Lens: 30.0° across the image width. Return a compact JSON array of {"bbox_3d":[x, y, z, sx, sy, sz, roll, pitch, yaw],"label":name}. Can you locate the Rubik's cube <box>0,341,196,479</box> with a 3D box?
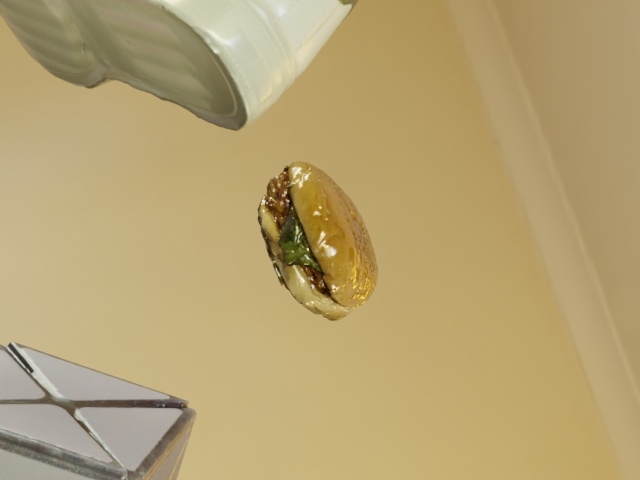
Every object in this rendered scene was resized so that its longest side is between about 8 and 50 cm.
[{"bbox_3d":[-0.308,0.284,1.292,0.259,0.255,0.260,-50,159,-78],"label":"Rubik's cube"}]

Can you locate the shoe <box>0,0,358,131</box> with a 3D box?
[{"bbox_3d":[-0.105,-0.183,0.783,0.363,0.160,0.132,23,-29,49],"label":"shoe"}]

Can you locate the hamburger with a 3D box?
[{"bbox_3d":[0.000,0.000,0.591,0.076,0.044,0.083,65,13,15],"label":"hamburger"}]
